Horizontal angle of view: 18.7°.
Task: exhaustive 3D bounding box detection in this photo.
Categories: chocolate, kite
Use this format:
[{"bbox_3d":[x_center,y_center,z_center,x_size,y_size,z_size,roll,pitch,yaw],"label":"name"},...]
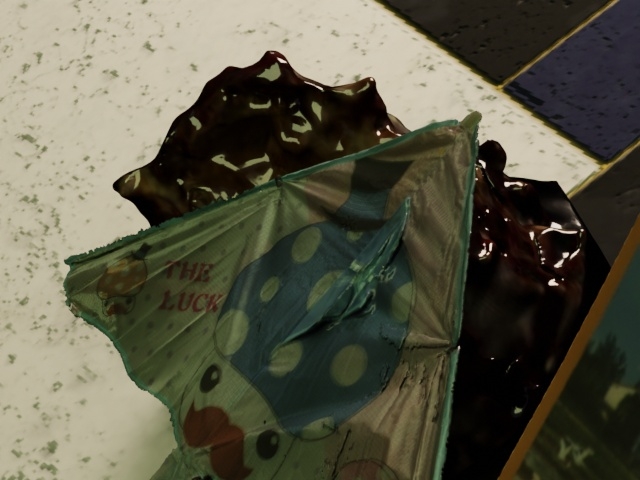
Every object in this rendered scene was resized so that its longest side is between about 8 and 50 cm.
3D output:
[{"bbox_3d":[0.000,0.000,0.900,0.224,0.177,0.206,-29,39,5],"label":"chocolate"},{"bbox_3d":[-0.037,0.070,0.776,0.314,0.011,0.335,-50,37,5],"label":"kite"}]

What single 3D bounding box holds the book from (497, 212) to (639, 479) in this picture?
[{"bbox_3d":[0.087,0.204,0.573,0.374,0.028,0.262,-63,33,15],"label":"book"}]
